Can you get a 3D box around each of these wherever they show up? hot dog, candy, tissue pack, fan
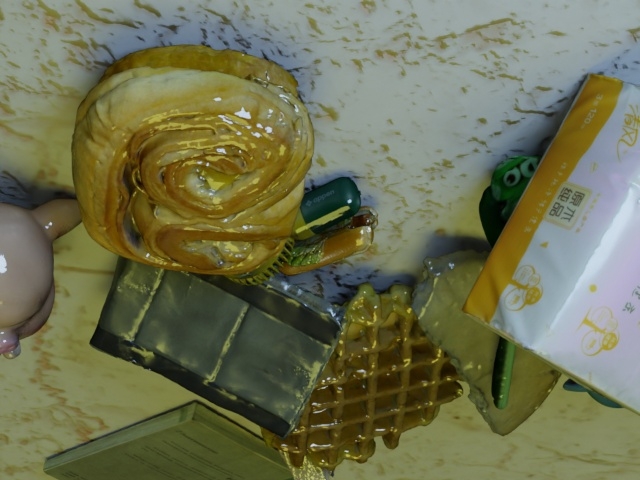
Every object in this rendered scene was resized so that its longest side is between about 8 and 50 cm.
[{"bbox_3d":[0.000,0.000,1.226,0.133,0.056,0.041,-23,128,36],"label":"hot dog"},{"bbox_3d":[0.188,0.052,1.225,0.097,0.097,0.323,3,134,1],"label":"candy"},{"bbox_3d":[0.251,0.011,1.063,0.185,0.225,0.124,31,178,-35],"label":"tissue pack"},{"bbox_3d":[-0.031,-0.012,1.200,0.155,0.082,0.039,-24,144,17],"label":"fan"}]

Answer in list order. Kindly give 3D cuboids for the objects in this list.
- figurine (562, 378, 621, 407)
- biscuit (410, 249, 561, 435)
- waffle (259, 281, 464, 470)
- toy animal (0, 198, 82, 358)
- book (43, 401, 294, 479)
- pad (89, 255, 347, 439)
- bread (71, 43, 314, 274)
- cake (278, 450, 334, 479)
[{"bbox_3d":[0.324,0.105,1.290,0.178,0.114,0.144,12,132,49],"label":"figurine"},{"bbox_3d":[0.189,0.095,1.321,0.141,0.038,0.290,-30,132,4],"label":"biscuit"},{"bbox_3d":[0.037,0.151,1.375,0.253,0.056,0.249,-32,137,12],"label":"waffle"},{"bbox_3d":[-0.340,0.051,1.246,0.154,0.166,0.250,52,129,4],"label":"toy animal"},{"bbox_3d":[-0.191,0.296,1.678,0.282,0.025,0.215,-22,138,32],"label":"book"},{"bbox_3d":[-0.105,0.089,1.289,0.233,0.022,0.174,24,121,2],"label":"pad"},{"bbox_3d":[-0.109,-0.065,1.089,0.198,0.120,0.236,7,144,-7],"label":"bread"},{"bbox_3d":[-0.029,0.243,1.569,0.052,0.065,0.121,-16,133,21],"label":"cake"}]
